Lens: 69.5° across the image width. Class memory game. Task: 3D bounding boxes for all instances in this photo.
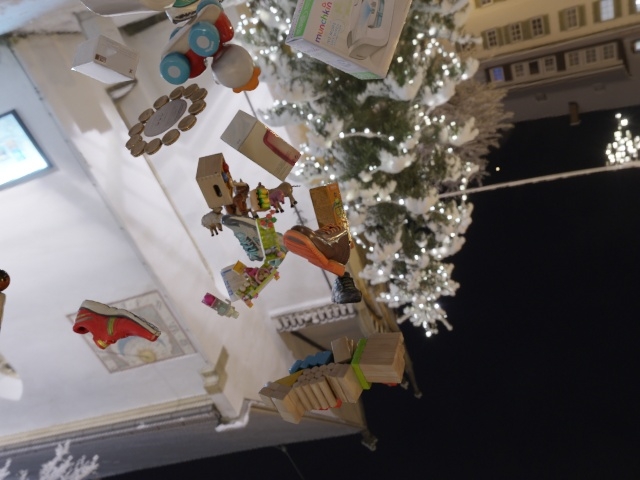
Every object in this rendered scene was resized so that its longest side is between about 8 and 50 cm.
[{"bbox_3d":[-0.285,-0.224,0.853,0.186,0.012,0.186,-17,-132,20],"label":"memory game"}]

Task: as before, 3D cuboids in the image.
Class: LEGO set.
[{"bbox_3d":[-0.128,0.025,0.939,0.107,0.132,0.286,144,-33,-74],"label":"LEGO set"}]

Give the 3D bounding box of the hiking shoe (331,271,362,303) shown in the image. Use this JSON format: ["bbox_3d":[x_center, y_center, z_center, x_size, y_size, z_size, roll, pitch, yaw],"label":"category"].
[{"bbox_3d":[0.085,0.168,1.657,0.086,0.114,0.227,-2,175,-17],"label":"hiking shoe"}]

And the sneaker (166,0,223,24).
[{"bbox_3d":[-0.399,-0.798,1.497,0.107,0.110,0.275,-9,-153,43],"label":"sneaker"}]

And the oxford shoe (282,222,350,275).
[{"bbox_3d":[0.000,0.000,1.300,0.130,0.364,0.132,23,-96,20],"label":"oxford shoe"}]

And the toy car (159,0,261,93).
[{"bbox_3d":[-0.271,-0.466,1.219,0.210,0.238,0.219,-34,-142,22],"label":"toy car"}]

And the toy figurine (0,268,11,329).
[{"bbox_3d":[-0.717,0.106,0.857,0.210,0.213,0.148,-7,-106,14],"label":"toy figurine"}]

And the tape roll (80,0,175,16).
[{"bbox_3d":[-0.488,-0.691,1.136,0.169,0.246,0.246,4,-145,19],"label":"tape roll"}]

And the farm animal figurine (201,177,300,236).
[{"bbox_3d":[-0.295,-0.163,1.892,0.330,0.172,0.327,-9,161,-46],"label":"farm animal figurine"}]

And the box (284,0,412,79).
[{"bbox_3d":[0.073,-0.545,1.074,0.231,0.261,0.127,15,-171,-29],"label":"box"}]

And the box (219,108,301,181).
[{"bbox_3d":[-0.207,-0.331,1.618,0.126,0.232,0.149,-55,-134,3],"label":"box"}]

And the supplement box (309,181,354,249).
[{"bbox_3d":[0.037,-0.072,1.531,0.080,0.233,0.078,-12,-170,34],"label":"supplement box"}]

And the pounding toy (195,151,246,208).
[{"bbox_3d":[-0.284,-0.171,1.338,0.100,0.141,0.130,-12,-137,4],"label":"pounding toy"}]

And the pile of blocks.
[{"bbox_3d":[0.040,0.331,1.101,0.362,0.112,0.149,-20,-155,7],"label":"pile of blocks"}]

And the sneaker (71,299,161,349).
[{"bbox_3d":[-0.584,0.259,1.320,0.279,0.107,0.118,10,-114,18],"label":"sneaker"}]

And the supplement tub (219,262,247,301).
[{"bbox_3d":[-0.262,0.129,1.426,0.071,0.107,0.071,-22,174,-2],"label":"supplement tub"}]

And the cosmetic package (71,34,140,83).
[{"bbox_3d":[-0.629,-0.523,1.346,0.117,0.085,0.231,15,179,-44],"label":"cosmetic package"}]

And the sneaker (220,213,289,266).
[{"bbox_3d":[-0.208,0.004,1.492,0.110,0.283,0.122,9,-106,48],"label":"sneaker"}]
